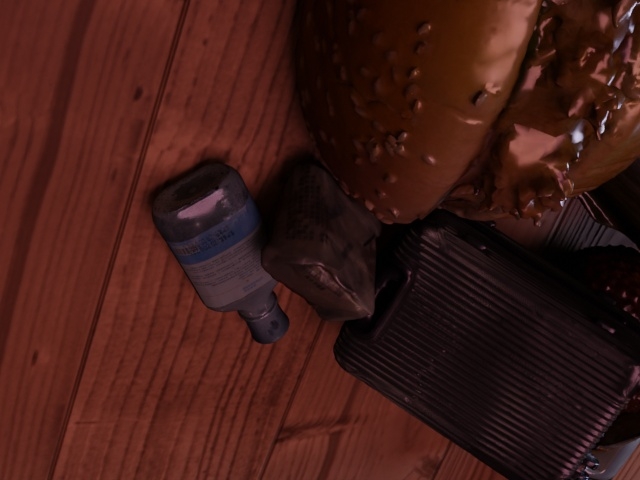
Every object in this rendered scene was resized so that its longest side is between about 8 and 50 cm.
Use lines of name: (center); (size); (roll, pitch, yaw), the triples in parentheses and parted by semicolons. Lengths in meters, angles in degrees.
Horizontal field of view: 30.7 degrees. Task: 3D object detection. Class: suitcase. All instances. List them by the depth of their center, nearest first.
suitcase: (0.180, 0.111, 1.169); (0.312, 0.128, 0.202); (32, 111, 3)

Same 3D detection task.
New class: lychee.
lychee: (0.308, 0.095, 1.291); (0.194, 0.194, 0.194); (-14, 129, -18)

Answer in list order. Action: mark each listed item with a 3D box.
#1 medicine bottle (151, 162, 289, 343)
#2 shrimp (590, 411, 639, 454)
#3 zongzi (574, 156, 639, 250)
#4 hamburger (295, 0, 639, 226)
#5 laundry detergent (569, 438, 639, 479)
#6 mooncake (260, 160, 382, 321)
medicine bottle: (-0.083, 0.020, 1.108); (0.090, 0.053, 0.208); (-31, 134, -6)
shrimp: (0.425, 0.156, 1.371); (0.365, 0.233, 0.071); (-25, 101, -6)
zongzi: (0.387, 0.025, 1.142); (0.403, 0.432, 0.208); (17, 159, -31)
hamburger: (0.144, -0.176, 0.929); (0.268, 0.287, 0.445); (-1, 122, -25)
laundry detergent: (0.360, 0.273, 1.518); (0.099, 0.070, 0.225); (15, 117, -31)
mooncake: (0.000, 0.000, 1.101); (0.073, 0.125, 0.130); (-14, 139, 30)
